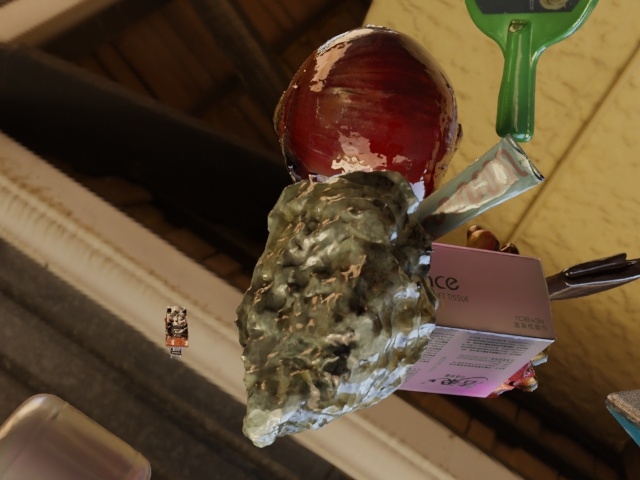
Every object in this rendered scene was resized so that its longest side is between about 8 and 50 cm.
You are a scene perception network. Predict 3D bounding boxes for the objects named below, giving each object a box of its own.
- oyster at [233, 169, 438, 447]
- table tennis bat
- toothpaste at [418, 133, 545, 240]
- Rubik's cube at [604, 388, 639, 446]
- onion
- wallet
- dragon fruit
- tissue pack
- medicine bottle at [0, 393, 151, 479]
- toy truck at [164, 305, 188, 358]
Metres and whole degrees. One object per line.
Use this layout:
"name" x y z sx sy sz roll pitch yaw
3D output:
"oyster" 0.011 0.039 0.610 0.125 0.064 0.177 0 -108 6
"table tennis bat" 0.199 -0.224 0.964 0.160 0.257 0.039 16 -161 42
"toothpaste" 0.116 -0.026 0.959 0.056 0.205 0.036 49 -153 -12
"Rubik's cube" 0.297 0.132 0.543 0.211 0.190 0.178 46 -169 4
"onion" 0.078 -0.201 1.654 0.341 0.341 0.341 13 -137 -13
"wallet" 0.460 0.072 1.762 0.182 0.229 0.049 -8 -102 -16
"dragon fruit" 0.197 0.081 1.173 0.133 0.150 0.207 -7 -101 10
"tissue pack" 0.073 0.073 0.938 0.246 0.148 0.092 8 -123 -19
"medicine bottle" -0.317 0.387 1.312 0.325 0.256 0.256 37 -138 -3
"toy truck" -0.146 0.090 1.008 0.024 0.032 0.083 2 -158 -11
